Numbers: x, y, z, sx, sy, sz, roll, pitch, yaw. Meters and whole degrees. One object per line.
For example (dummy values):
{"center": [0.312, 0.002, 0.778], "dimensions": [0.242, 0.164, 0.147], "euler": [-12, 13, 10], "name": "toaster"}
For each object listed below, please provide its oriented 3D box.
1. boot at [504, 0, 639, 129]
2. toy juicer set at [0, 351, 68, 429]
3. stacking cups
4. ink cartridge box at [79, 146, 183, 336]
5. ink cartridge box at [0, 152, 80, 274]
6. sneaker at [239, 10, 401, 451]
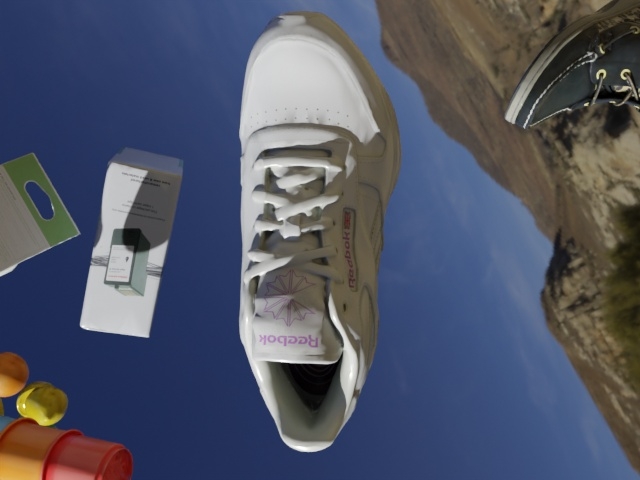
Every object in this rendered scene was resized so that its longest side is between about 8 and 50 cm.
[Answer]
{"center": [0.317, -0.146, 0.664], "dimensions": [0.178, 0.236, 0.085], "euler": [45, 155, 20], "name": "boot"}
{"center": [-0.368, 0.286, 0.912], "dimensions": [0.329, 0.209, 0.089], "euler": [46, -153, 14], "name": "toy juicer set"}
{"center": [-0.357, 0.232, 0.723], "dimensions": [0.096, 0.316, 0.096], "euler": [7, -90, -71], "name": "stacking cups"}
{"center": [-0.330, -0.003, 1.190], "dimensions": [0.121, 0.289, 0.211], "euler": [11, -167, -14], "name": "ink cartridge box"}
{"center": [-0.554, -0.028, 1.125], "dimensions": [0.235, 0.056, 0.171], "euler": [-32, -84, -39], "name": "ink cartridge box"}
{"center": [0.000, 0.000, 0.465], "dimensions": [0.152, 0.114, 0.305], "euler": [-66, -27, -72], "name": "sneaker"}
